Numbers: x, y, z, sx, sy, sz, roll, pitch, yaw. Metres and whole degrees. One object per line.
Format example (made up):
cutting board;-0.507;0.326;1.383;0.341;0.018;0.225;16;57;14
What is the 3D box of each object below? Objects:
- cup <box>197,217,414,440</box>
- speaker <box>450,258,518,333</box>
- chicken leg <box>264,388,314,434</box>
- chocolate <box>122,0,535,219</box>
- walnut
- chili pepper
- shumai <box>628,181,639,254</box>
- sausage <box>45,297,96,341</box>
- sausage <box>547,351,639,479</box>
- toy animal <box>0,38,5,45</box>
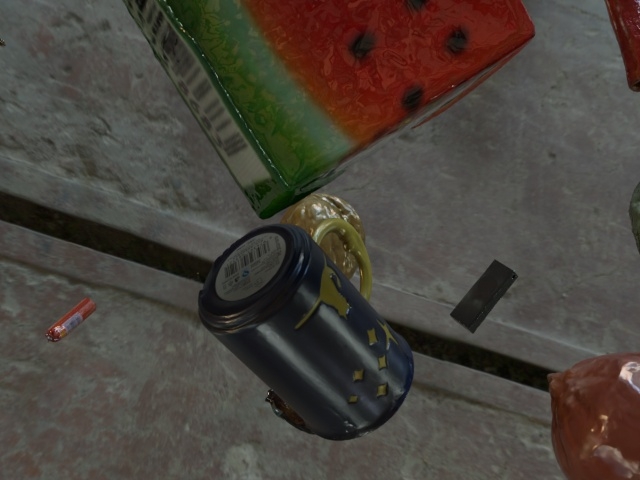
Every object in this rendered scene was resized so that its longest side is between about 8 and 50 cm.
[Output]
cup;-0.022;0.088;0.901;0.178;0.255;0.256;-29;125;14
speaker;0.485;0.166;2.040;0.218;0.082;0.044;-50;136;-1
chicken leg;-0.007;0.400;1.608;0.253;0.051;0.106;13;92;-7
chocolate;-0.004;-0.254;0.689;0.341;0.161;0.360;-33;101;-8
walnut;0.000;0.000;1.842;0.257;0.224;0.257;1;96;9
chili pepper;0.414;-0.282;0.912;0.088;0.065;0.169;-10;74;-30
shumai;0.600;-0.017;0.778;0.397;0.323;0.324;17;54;-12
sausage;-0.475;0.155;1.302;0.034;0.129;0.034;8;118;15
sausage;0.302;0.183;0.561;0.254;0.148;0.148;33;82;8
toy animal;-0.590;-0.274;1.063;0.089;0.188;0.179;28;78;34
